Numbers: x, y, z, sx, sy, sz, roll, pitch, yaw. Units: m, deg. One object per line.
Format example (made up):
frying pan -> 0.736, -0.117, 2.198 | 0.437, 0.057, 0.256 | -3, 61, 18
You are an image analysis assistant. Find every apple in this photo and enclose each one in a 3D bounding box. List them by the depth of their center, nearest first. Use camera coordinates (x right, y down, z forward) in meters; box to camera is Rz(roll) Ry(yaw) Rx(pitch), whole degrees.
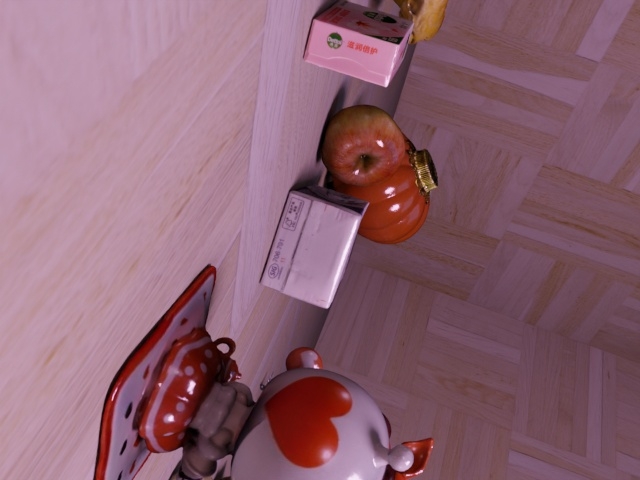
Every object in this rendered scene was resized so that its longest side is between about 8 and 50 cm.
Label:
apple -> 0.063, -0.140, 0.966 | 0.102, 0.126, 0.126 | -88, -171, -46

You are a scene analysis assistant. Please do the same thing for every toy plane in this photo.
toy plane -> -0.110, 0.302, 1.342 | 0.084, 0.024, 0.078 | 77, 33, -69

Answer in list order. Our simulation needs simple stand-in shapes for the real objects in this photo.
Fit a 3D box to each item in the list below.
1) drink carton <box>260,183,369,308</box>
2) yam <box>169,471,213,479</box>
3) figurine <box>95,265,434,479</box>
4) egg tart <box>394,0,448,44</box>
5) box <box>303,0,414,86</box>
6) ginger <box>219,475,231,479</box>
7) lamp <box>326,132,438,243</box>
drink carton -> 0.000, -0.001, 0.948 | 0.222, 0.102, 0.134 | -43, 150, -79
yam -> -0.174, 0.382, 0.788 | 0.061, 0.061, 0.274 | -62, 171, -60
figurine -> -0.027, 0.153, 0.519 | 0.183, 0.226, 0.160 | -61, 169, -61
egg tart -> 0.155, -0.424, 0.922 | 0.295, 0.116, 0.295 | 19, 90, -87
box -> 0.043, -0.206, 0.680 | 0.125, 0.089, 0.043 | -65, 172, -58
ginger -> -0.173, 0.492, 1.081 | 0.333, 0.080, 0.166 | -64, 161, -73
lamp -> 0.110, -0.102, 1.198 | 0.223, 0.196, 0.223 | -17, 90, -71
